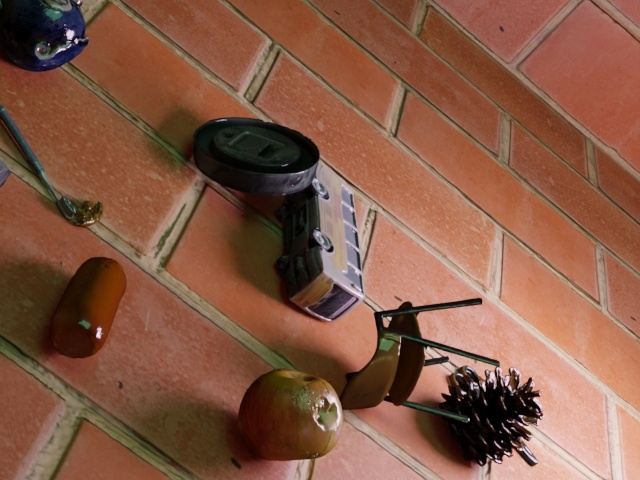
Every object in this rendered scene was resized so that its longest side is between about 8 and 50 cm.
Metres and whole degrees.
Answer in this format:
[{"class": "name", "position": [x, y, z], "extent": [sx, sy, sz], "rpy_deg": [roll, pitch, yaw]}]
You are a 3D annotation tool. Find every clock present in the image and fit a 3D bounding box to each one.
[{"class": "clock", "position": [-0.113, -0.149, 2.169], "extent": [0.225, 0.049, 0.226], "rpy_deg": [8, 28, -5]}]

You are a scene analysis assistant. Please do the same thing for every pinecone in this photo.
[{"class": "pinecone", "position": [0.300, 0.287, 2.090], "extent": [0.163, 0.165, 0.163], "rpy_deg": [45, 24, -26]}]

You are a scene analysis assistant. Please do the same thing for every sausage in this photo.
[{"class": "sausage", "position": [-0.310, 0.085, 1.658], "extent": [0.076, 0.076, 0.197], "rpy_deg": [36, 27, -15]}]

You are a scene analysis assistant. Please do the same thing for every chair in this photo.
[{"class": "chair", "position": [0.137, 0.192, 1.968], "extent": [0.246, 0.159, 0.172], "rpy_deg": [7, 44, -16]}]

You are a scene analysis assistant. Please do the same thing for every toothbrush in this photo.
[{"class": "toothbrush", "position": [-0.426, -0.119, 1.842], "extent": [0.016, 0.019, 0.219], "rpy_deg": [-13, 61, -52]}]

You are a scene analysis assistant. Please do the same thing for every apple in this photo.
[{"class": "apple", "position": [-0.043, 0.241, 1.724], "extent": [0.146, 0.146, 0.146], "rpy_deg": [32, 30, -21]}]

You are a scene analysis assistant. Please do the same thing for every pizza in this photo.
[{"class": "pizza", "position": [-0.345, -0.041, 1.845], "extent": [0.037, 0.016, 0.083], "rpy_deg": [36, 29, -1]}]

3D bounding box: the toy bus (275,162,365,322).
[{"class": "toy bus", "position": [0.000, 0.000, 2.169], "extent": [0.138, 0.097, 0.343], "rpy_deg": [37, 26, -27]}]

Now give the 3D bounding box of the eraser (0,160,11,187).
[{"class": "eraser", "position": [-0.545, -0.135, 1.642], "extent": [0.227, 0.081, 0.174], "rpy_deg": [46, 31, 2]}]

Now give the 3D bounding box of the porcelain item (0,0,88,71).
[{"class": "porcelain item", "position": [-0.512, -0.387, 1.980], "extent": [0.288, 0.138, 0.186], "rpy_deg": [46, 38, 6]}]

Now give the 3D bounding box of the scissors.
[{"class": "scissors", "position": [0.317, 0.319, 2.230], "extent": [0.220, 0.017, 0.088], "rpy_deg": [50, 28, 11]}]
